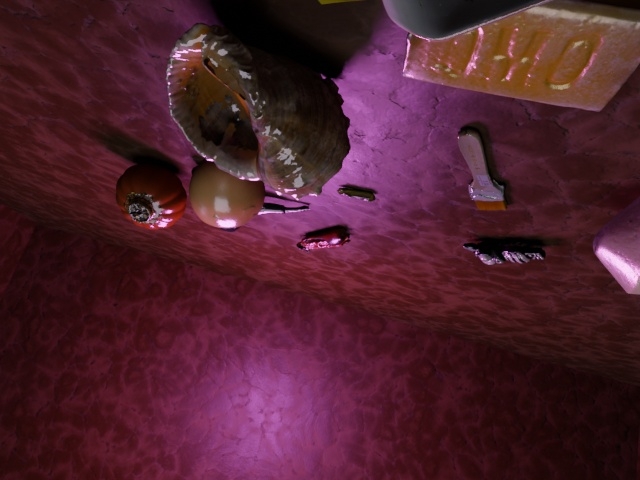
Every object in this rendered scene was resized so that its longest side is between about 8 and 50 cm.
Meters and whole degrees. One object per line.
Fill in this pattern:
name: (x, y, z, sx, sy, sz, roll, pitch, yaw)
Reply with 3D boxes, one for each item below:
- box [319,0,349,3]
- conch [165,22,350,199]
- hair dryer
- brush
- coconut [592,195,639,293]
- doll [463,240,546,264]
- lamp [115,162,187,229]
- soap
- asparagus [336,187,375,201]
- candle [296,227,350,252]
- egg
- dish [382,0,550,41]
box: (-0.024, -0.374, 0.513, 0.153, 0.041, 0.279, 24, 174, 45)
conch: (-0.106, -0.235, 0.844, 0.296, 0.210, 0.352, -3, 132, 28)
hair dryer: (-0.209, -0.129, 1.493, 0.358, 0.120, 0.304, 2, 146, 10)
brush: (0.344, -0.140, 1.022, 0.085, 0.020, 0.336, 5, 160, 31)
coconut: (0.659, 0.011, 0.927, 0.221, 0.202, 0.202, 5, 161, 20)
doll: (0.517, 0.035, 1.348, 0.219, 0.067, 0.091, 4, 170, 39)
lamp: (-0.538, -0.140, 1.516, 0.223, 0.197, 0.223, 4, 127, 5)
soap: (0.251, -0.262, 0.603, 0.273, 0.089, 0.173, 13, 160, 9)
asparagus: (0.094, -0.125, 1.287, 0.108, 0.025, 0.021, 13, 173, 10)
candle: (0.000, 0.000, 1.716, 0.084, 0.059, 0.301, 40, 151, -29)
egg: (-0.247, -0.137, 1.261, 0.200, 0.201, 0.244, 17, 154, -4)
dish: (0.166, -0.301, 0.471, 0.234, 0.064, 0.154, -11, 114, 29)
